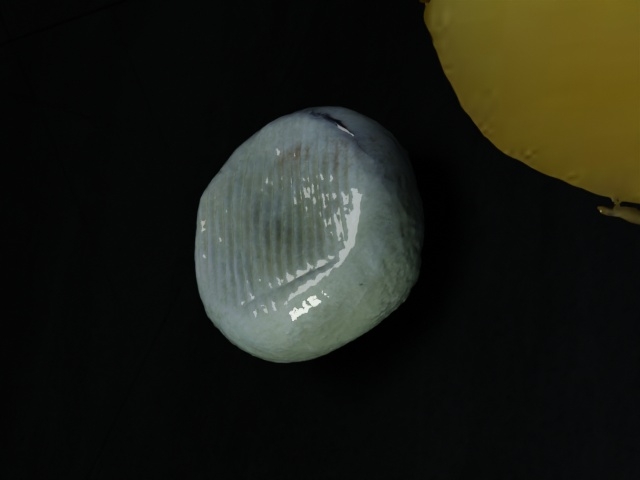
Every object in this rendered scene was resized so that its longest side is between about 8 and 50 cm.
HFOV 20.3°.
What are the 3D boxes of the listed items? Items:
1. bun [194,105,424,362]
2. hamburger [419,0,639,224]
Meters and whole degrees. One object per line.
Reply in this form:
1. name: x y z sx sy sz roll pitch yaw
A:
1. bun: 0.000 0.000 0.949 0.141 0.083 0.141 -22 55 36
2. hamburger: 0.136 -0.149 0.651 0.302 0.261 0.186 -11 51 1
